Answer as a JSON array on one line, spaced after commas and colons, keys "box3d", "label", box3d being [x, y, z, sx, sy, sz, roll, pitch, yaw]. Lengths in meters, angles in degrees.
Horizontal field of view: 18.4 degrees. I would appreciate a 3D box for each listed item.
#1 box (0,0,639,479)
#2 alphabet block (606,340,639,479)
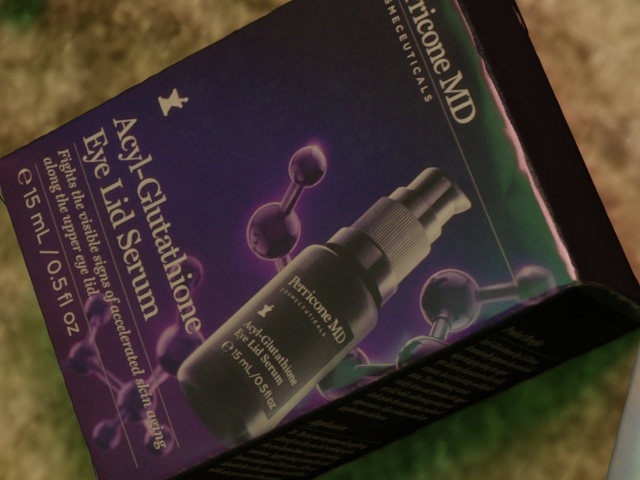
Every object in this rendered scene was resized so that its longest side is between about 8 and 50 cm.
[{"box3d": [0.000, 0.000, 0.773, 0.207, 0.108, 0.153, -28, 71, 17], "label": "box"}, {"box3d": [0.221, 0.039, 0.627, 0.197, 0.193, 0.192, 14, 88, 24], "label": "alphabet block"}]
